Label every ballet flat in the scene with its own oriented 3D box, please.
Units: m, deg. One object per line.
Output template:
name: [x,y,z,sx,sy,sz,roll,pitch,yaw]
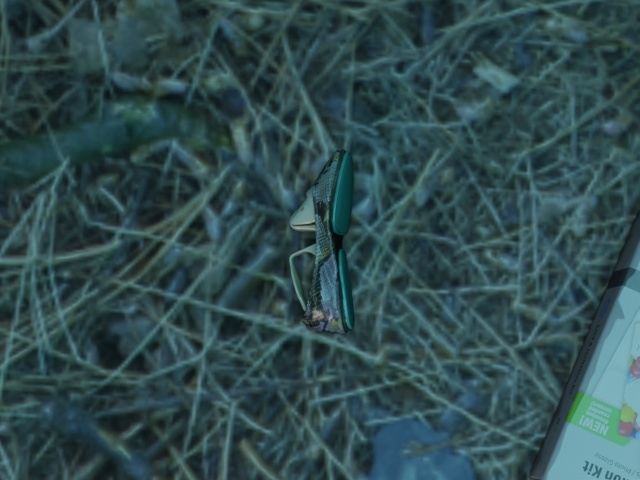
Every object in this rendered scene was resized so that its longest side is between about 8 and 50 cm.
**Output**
ballet flat: [0.000,0.000,0.769,0.041,0.041,0.114,0,82,-3]

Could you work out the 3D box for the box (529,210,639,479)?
box: [0.231,0.090,0.771,0.145,0.038,0.186,25,83,0]
